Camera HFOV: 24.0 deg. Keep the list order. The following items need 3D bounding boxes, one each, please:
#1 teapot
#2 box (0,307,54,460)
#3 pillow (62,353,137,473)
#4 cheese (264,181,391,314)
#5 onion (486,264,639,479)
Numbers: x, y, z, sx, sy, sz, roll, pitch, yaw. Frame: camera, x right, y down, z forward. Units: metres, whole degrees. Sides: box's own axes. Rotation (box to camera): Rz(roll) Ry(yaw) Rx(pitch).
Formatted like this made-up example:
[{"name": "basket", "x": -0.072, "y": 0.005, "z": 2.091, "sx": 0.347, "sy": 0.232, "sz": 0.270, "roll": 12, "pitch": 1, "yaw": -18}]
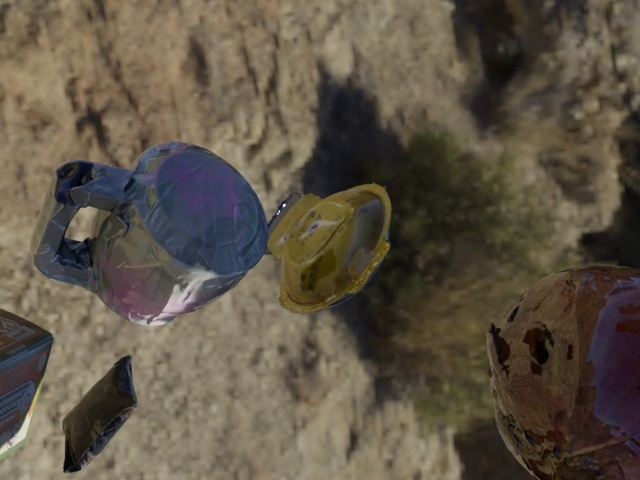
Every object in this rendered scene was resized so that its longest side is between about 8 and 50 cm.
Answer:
[{"name": "teapot", "x": -0.181, "y": 0.010, "z": 1.553, "sx": 0.221, "sy": 0.178, "sz": 0.163, "roll": -12, "pitch": 64, "yaw": -45}, {"name": "box", "x": -0.415, "y": 0.152, "z": 1.626, "sx": 0.195, "sy": 0.177, "sz": 0.148, "roll": -30, "pitch": 137, "yaw": -76}, {"name": "pillow", "x": -0.281, "y": 0.224, "z": 1.922, "sx": 0.048, "sy": 0.150, "sz": 0.090, "roll": 19, "pitch": 31, "yaw": -45}, {"name": "cheese", "x": 0.000, "y": 0.000, "z": 1.723, "sx": 0.069, "sy": 0.270, "sz": 0.177, "roll": 38, "pitch": 84, "yaw": -30}, {"name": "onion", "x": 0.360, "y": 0.179, "z": 1.796, "sx": 0.353, "sy": 0.353, "sz": 0.354, "roll": -7, "pitch": 90, "yaw": -66}]
